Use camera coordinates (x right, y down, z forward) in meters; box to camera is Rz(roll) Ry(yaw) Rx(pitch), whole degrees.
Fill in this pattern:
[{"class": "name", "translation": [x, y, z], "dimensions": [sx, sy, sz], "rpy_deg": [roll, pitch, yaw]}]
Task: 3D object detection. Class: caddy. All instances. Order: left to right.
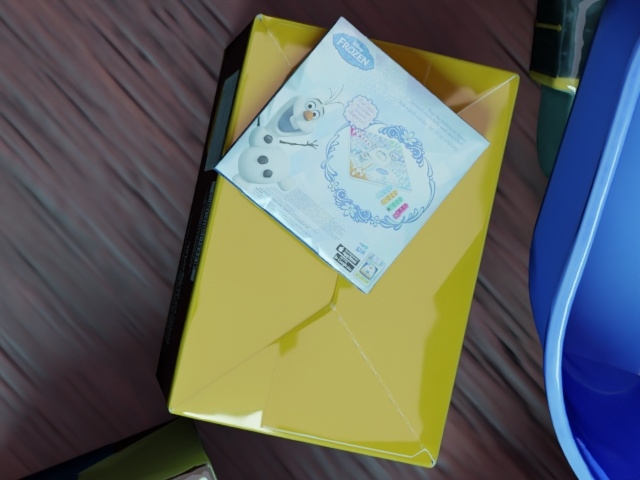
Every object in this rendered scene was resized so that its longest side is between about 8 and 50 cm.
[{"class": "caddy", "translation": [0.236, -0.006, 0.916], "dimensions": [0.241, 0.179, 0.341], "rpy_deg": [13, 107, -7]}]

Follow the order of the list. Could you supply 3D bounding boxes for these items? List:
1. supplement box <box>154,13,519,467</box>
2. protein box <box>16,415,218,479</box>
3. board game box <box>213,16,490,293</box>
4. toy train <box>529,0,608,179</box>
[{"class": "supplement box", "translation": [0.000, 0.000, 0.980], "dimensions": [0.129, 0.194, 0.191], "rpy_deg": [12, 90, -7]}, {"class": "protein box", "translation": [-0.087, 0.215, 0.971], "dimensions": [0.136, 0.200, 0.201], "rpy_deg": [-22, 94, -6]}, {"class": "board game box", "translation": [0.014, -0.038, 0.872], "dimensions": [0.090, 0.020, 0.090], "rpy_deg": [40, 86, -6]}, {"class": "toy train", "translation": [0.267, -0.107, 1.045], "dimensions": [0.334, 0.142, 0.190], "rpy_deg": [6, 99, -5]}]
